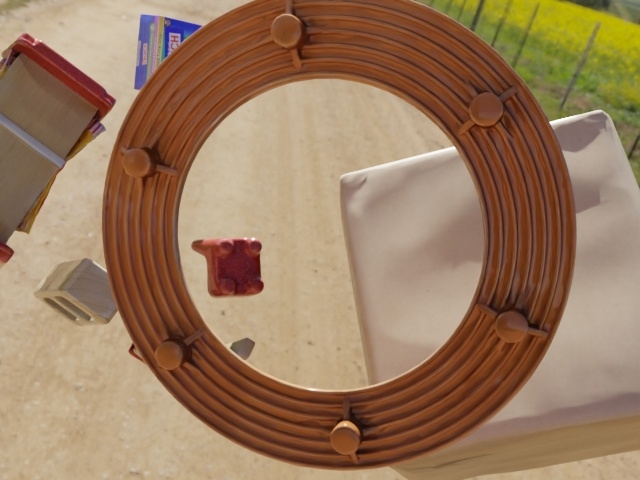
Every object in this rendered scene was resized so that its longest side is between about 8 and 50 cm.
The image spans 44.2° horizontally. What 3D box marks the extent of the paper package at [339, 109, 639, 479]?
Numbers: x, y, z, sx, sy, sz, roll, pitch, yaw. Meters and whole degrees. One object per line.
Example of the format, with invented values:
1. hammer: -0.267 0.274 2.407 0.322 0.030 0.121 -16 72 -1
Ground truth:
1. paper package: 0.196 0.067 0.824 0.309 0.168 0.325 -13 62 9

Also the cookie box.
1. cookie box: -0.171 -0.221 0.966 0.040 0.092 0.107 14 10 39

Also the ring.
1. ring: 0.000 0.000 0.537 0.336 0.337 0.032 22 11 10

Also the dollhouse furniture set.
1. dollhouse furniture set: -0.226 -0.009 0.830 0.374 0.201 0.152 38 -24 -23
